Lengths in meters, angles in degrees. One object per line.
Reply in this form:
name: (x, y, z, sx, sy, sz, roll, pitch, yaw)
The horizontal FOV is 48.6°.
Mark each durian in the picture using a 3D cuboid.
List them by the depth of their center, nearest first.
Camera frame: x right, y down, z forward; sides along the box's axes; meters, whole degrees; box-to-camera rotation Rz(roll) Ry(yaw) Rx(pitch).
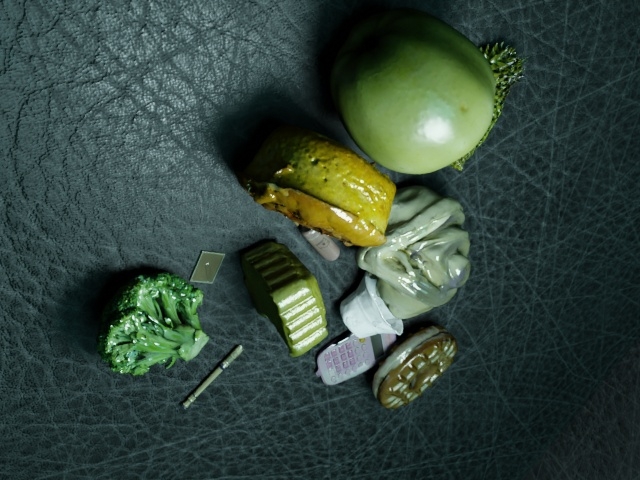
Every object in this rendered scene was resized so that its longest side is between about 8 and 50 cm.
durian: (0.400, -0.352, 1.858, 0.351, 0.158, 0.169, -64, 166, 20)

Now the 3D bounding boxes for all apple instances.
apple: (0.195, -0.322, 1.549, 0.357, 0.357, 0.357, -18, 130, -23)

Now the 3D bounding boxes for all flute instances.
flute: (-0.295, 0.372, 1.935, 0.233, 0.027, 0.027, -46, 135, 2)

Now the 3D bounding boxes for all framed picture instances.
framed picture: (-0.277, 0.066, 1.737, 0.066, 0.006, 0.089, 8, 116, -39)

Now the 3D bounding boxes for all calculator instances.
calculator: (0.112, 0.340, 2.189, 0.294, 0.043, 0.194, -25, 133, -13)

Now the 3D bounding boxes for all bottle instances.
bottle: (0.000, 0.000, 1.850, 0.053, 0.053, 0.140, -43, 134, -1)

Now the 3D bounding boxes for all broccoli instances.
broccoli: (-0.381, 0.198, 1.620, 0.261, 0.242, 0.269, -61, 166, -10)

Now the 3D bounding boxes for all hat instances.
hat: (0.134, 0.201, 2.024, 0.126, 0.203, 0.203, -30, 138, 19)

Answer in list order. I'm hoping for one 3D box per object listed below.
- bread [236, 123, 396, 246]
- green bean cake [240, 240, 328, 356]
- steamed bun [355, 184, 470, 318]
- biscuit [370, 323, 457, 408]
bread: (-0.003, -0.121, 1.593, 0.358, 0.337, 0.204, 24, 85, -42)
green bean cake: (-0.087, 0.140, 1.762, 0.124, 0.236, 0.232, -27, 131, -17)
steamed bun: (0.278, 0.041, 1.912, 0.352, 0.247, 0.339, -54, 131, -5)
biscuit: (0.302, 0.408, 2.285, 0.332, 0.103, 0.332, -28, 146, -21)
